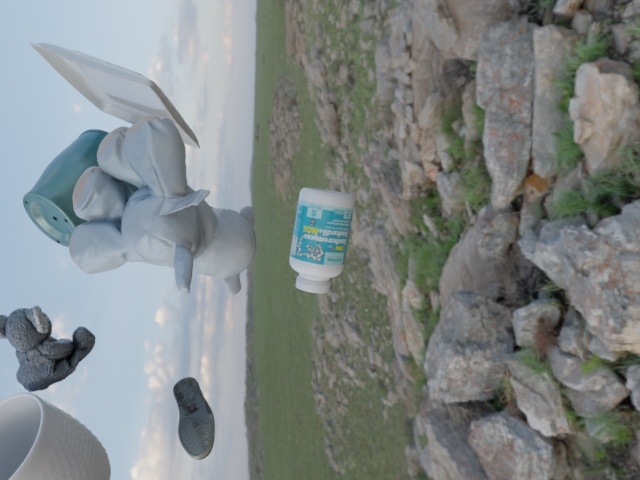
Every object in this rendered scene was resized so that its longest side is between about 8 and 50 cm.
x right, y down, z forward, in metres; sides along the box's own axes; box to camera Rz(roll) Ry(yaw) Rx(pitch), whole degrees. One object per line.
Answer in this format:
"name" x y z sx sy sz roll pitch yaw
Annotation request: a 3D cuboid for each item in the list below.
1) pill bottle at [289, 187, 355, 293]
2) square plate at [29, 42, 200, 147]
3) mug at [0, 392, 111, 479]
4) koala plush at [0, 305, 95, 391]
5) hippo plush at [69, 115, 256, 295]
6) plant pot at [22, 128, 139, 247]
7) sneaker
"pill bottle" 0.000 0.000 1.325 0.146 0.146 0.263 -130 48 -78
"square plate" -0.513 -0.382 1.335 0.347 0.344 0.049 69 -136 -76
"mug" -0.769 0.597 1.354 0.328 0.375 0.276 60 -139 -43
"koala plush" -0.783 0.276 1.396 0.203 0.197 0.221 -78 -24 -56
"hippo plush" -0.198 -0.043 0.770 0.237 0.295 0.234 17 -100 -55
"plant pot" -0.648 -0.126 1.394 0.271 0.272 0.255 99 -162 -46
"sneaker" -0.276 0.429 1.171 0.222 0.083 0.118 -125 17 -53
